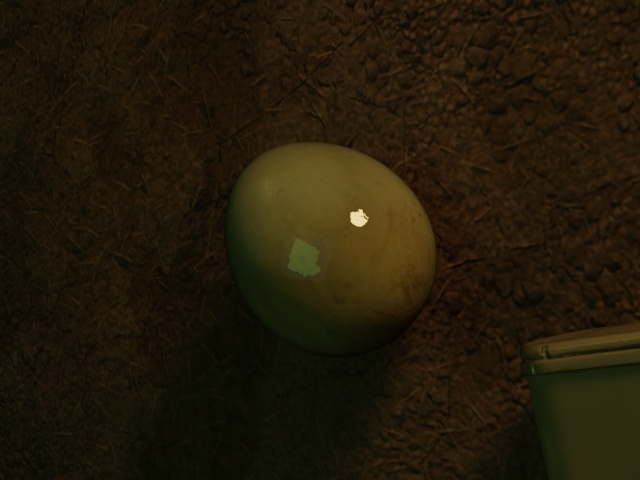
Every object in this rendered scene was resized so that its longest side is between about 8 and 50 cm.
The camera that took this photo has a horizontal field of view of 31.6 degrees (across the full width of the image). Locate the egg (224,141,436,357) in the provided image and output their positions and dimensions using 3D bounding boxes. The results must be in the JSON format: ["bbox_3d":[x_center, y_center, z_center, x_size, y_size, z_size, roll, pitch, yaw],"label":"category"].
[{"bbox_3d":[0.000,0.000,1.248,0.295,0.218,0.218,43,120,47],"label":"egg"}]

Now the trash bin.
[{"bbox_3d":[0.310,0.198,1.027,0.243,0.121,0.247,-12,85,43],"label":"trash bin"}]
